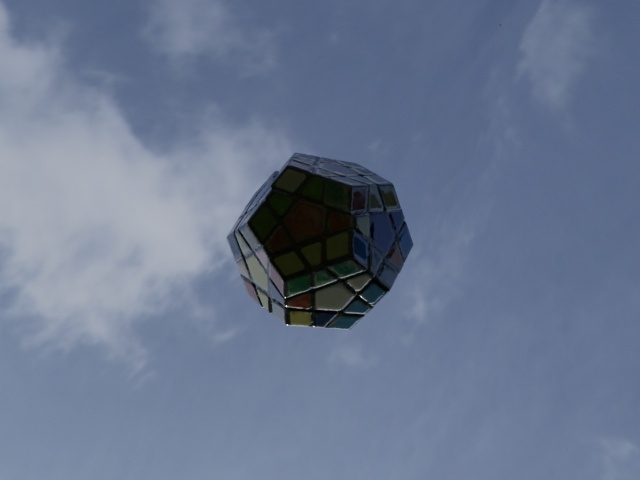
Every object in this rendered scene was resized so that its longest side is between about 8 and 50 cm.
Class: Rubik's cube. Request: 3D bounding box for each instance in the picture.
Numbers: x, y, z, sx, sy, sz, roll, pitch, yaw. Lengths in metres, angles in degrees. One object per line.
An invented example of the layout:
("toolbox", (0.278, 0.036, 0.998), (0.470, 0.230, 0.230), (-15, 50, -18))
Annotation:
("Rubik's cube", (0.000, 0.000, 0.682), (0.111, 0.111, 0.093), (13, -73, 6))
